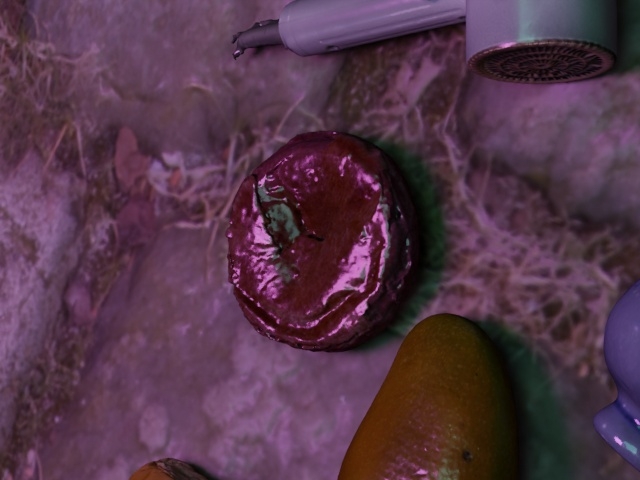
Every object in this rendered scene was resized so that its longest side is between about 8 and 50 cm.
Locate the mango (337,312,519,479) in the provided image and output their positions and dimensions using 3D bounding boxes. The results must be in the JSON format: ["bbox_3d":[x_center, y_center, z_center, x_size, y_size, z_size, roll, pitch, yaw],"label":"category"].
[{"bbox_3d":[0.079,0.164,0.931,0.136,0.099,0.227,7,78,39],"label":"mango"}]

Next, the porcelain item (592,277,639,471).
[{"bbox_3d":[0.277,0.040,0.805,0.141,0.141,0.259,42,98,29],"label":"porcelain item"}]

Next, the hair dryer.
[{"bbox_3d":[0.058,-0.196,0.998,0.357,0.107,0.173,-6,77,37],"label":"hair dryer"}]

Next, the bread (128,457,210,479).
[{"bbox_3d":[-0.118,0.241,1.045,0.125,0.082,0.106,26,104,34],"label":"bread"}]

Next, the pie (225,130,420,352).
[{"bbox_3d":[0.000,0.000,1.025,0.182,0.049,0.182,-6,80,36],"label":"pie"}]
